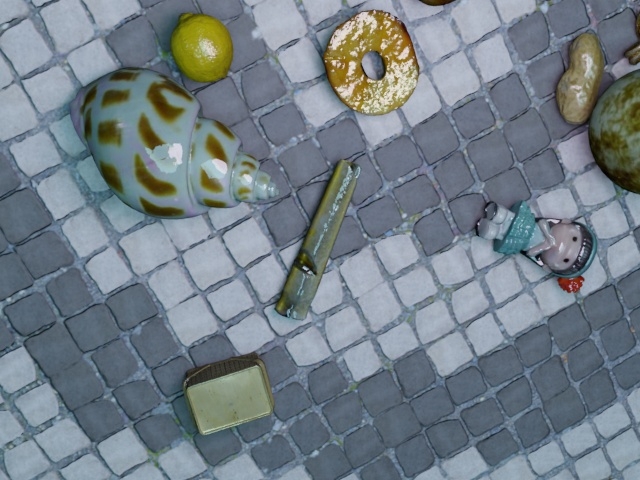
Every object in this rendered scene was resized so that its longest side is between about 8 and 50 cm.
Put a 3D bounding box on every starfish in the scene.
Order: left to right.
[{"bbox_3d":[0.683,-0.387,1.682,0.190,0.074,0.146,19,101,-14],"label":"starfish"}]

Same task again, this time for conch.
[{"bbox_3d":[-0.254,-0.160,1.507,0.368,0.197,0.249,22,78,-21],"label":"conch"}]

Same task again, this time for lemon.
[{"bbox_3d":[-0.206,-0.335,1.512,0.109,0.109,0.133,-32,99,-2],"label":"lemon"}]

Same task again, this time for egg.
[{"bbox_3d":[0.633,-0.197,1.629,0.289,0.238,0.238,18,101,-48],"label":"egg"}]

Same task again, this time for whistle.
[{"bbox_3d":[-0.001,-0.001,1.660,0.068,0.057,0.326,8,107,-58],"label":"whistle"}]

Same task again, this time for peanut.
[{"bbox_3d":[0.497,-0.310,1.668,0.080,0.080,0.174,8,98,-12],"label":"peanut"}]

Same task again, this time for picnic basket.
[{"bbox_3d":[-0.178,0.295,1.686,0.164,0.079,0.115,-15,107,-6],"label":"picnic basket"}]

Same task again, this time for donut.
[{"bbox_3d":[0.089,-0.325,1.590,0.174,0.074,0.190,-42,111,0],"label":"donut"}]

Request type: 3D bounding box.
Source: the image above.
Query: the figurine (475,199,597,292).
[{"bbox_3d":[0.426,0.004,1.718,0.245,0.110,0.138,20,109,-11],"label":"figurine"}]

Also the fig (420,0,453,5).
[{"bbox_3d":[0.205,-0.520,1.535,0.149,0.148,0.202,23,56,-43],"label":"fig"}]
